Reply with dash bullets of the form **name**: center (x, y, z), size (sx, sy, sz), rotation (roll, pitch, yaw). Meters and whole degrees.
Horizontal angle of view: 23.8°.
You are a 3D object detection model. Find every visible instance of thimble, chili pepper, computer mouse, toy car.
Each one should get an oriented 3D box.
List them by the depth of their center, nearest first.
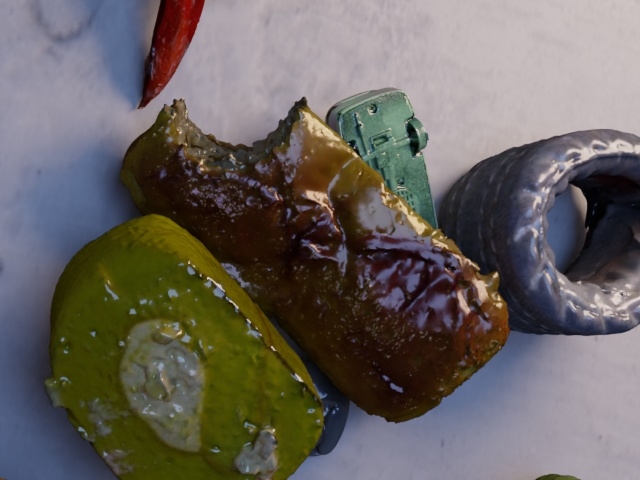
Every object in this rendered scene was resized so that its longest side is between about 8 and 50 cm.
- **chili pepper**: center (-0.125, -0.248, 1.393), size (0.050, 0.059, 0.268), rotation (9, 100, -13)
- **computer mouse**: center (-0.002, 0.160, 1.459), size (0.066, 0.039, 0.096), rotation (11, 81, -26)
- **toy car**: center (0.060, -0.038, 1.489), size (0.090, 0.076, 0.224), rotation (-24, 115, -25)
- **thimble**: center (0.245, -0.012, 1.532), size (0.236, 0.172, 0.205), rotation (-38, 106, -22)

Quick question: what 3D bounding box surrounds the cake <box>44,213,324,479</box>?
- **cake**: center (-0.127, 0.114, 1.308), size (0.179, 0.156, 0.260), rotation (-40, 111, 1)

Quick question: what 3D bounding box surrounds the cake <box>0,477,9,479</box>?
- **cake**: center (-0.317, 0.320, 1.146), size (0.314, 0.293, 0.307), rotation (14, 77, -19)

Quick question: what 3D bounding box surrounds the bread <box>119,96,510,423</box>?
- **bread**: center (0.000, 0.000, 1.390), size (0.380, 0.109, 0.185), rotation (41, 110, -13)

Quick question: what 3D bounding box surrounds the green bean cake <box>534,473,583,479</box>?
- **green bean cake**: center (0.229, 0.370, 1.511), size (0.222, 0.125, 0.248), rotation (47, 67, -16)
